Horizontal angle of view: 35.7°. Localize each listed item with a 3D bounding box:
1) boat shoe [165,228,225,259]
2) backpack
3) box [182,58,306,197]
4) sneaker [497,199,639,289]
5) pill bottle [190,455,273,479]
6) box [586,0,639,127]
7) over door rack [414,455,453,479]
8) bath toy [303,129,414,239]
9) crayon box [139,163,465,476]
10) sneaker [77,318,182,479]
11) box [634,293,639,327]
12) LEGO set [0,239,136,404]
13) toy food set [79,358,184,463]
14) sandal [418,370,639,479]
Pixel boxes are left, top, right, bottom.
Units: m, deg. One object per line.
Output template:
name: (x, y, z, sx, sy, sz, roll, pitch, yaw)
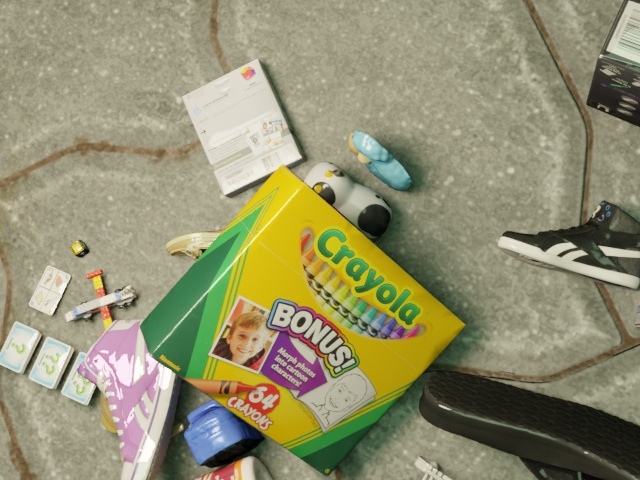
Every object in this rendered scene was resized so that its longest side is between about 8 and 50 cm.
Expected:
boat shoe: (-0.177, 0.012, 1.619, 0.153, 0.056, 0.048, -7, 78, 3)
backpack: (-0.162, 0.300, 1.549, 0.098, 0.120, 0.101, -37, 78, 6)
box: (-0.127, -0.184, 1.639, 0.145, 0.038, 0.186, -26, 80, 7)
sneaker: (0.386, -0.010, 1.503, 0.217, 0.079, 0.121, 17, 84, 4)
pill bottle: (-0.180, 0.428, 1.538, 0.221, 0.121, 0.121, -24, 80, 7)
box: (0.480, -0.268, 1.407, 0.143, 0.270, 0.165, 25, 89, 13)
over door rack: (0.218, 0.501, 1.443, 0.324, 0.108, 0.239, 31, 90, 34)
bath toy: (0.000, 0.000, 1.547, 0.151, 0.129, 0.348, 33, 91, 13)
crayon box: (-0.020, 0.124, 1.444, 0.313, 0.106, 0.363, -48, 119, 4)
sneaker: (-0.307, 0.257, 1.548, 0.161, 0.102, 0.282, 9, 63, 0)
box: (0.571, 0.003, 1.453, 0.169, 0.087, 0.290, 12, 86, 12)
LEGO set: (-0.416, 0.124, 1.643, 0.182, 0.060, 0.244, 22, 81, 16)
toy food set: (-0.304, 0.258, 1.630, 0.132, 0.038, 0.192, -29, 70, 1)
sandal: (0.357, 0.310, 1.446, 0.446, 0.167, 0.107, 18, 113, 20)
